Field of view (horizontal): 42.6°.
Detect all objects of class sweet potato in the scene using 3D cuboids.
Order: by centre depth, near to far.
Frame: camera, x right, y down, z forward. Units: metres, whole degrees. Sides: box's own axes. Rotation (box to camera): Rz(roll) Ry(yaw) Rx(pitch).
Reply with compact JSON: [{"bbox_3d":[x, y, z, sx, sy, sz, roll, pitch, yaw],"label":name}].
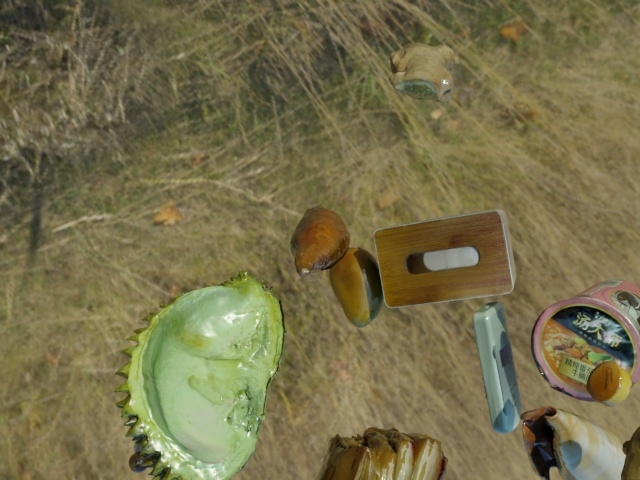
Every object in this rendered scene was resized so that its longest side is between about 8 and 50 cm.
[{"bbox_3d":[0.001,0.000,1.565,0.112,0.112,0.359,-48,-174,19],"label":"sweet potato"}]

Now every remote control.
[{"bbox_3d":[0.416,0.298,1.922,0.056,0.296,0.140,-7,-173,31],"label":"remote control"}]

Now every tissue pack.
[{"bbox_3d":[0.246,0.032,1.604,0.246,0.159,0.136,-10,-178,17],"label":"tissue pack"}]

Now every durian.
[{"bbox_3d":[-0.170,0.184,1.186,0.198,0.394,0.163,-3,131,26],"label":"durian"}]

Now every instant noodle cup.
[{"bbox_3d":[0.615,0.198,1.790,0.255,0.244,0.243,-23,149,-51],"label":"instant noodle cup"}]

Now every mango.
[{"bbox_3d":[0.080,0.092,1.694,0.111,0.163,0.089,-36,159,20],"label":"mango"}]

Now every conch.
[{"bbox_3d":[0.445,0.350,1.439,0.127,0.158,0.255,-54,130,-32],"label":"conch"}]

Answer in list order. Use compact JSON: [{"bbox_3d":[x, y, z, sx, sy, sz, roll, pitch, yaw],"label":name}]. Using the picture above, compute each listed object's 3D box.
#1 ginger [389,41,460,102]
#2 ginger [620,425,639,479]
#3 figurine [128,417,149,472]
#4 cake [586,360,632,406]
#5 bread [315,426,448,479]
[{"bbox_3d":[0.202,-0.340,1.601,0.138,0.213,0.074,24,132,-3],"label":"ginger"},{"bbox_3d":[0.460,0.403,1.169,0.065,0.118,0.298,9,87,-17],"label":"ginger"},{"bbox_3d":[-0.286,0.418,1.602,0.133,0.274,0.194,-27,160,23],"label":"figurine"},{"bbox_3d":[0.542,0.270,1.547,0.044,0.084,0.084,31,113,-23],"label":"cake"},{"bbox_3d":[0.059,0.446,1.352,0.324,0.167,0.277,-63,-177,-14],"label":"bread"}]
